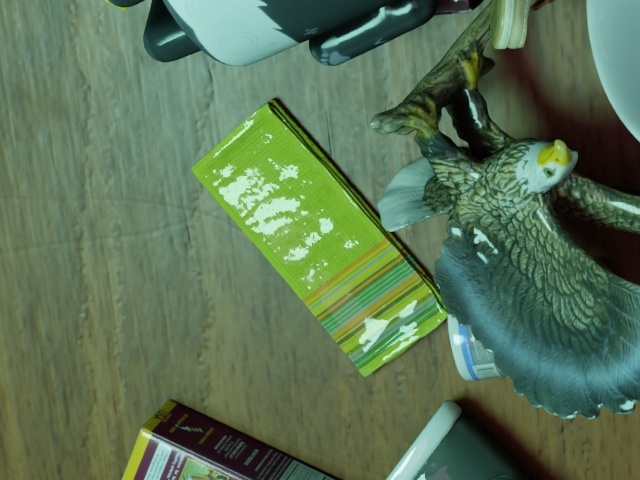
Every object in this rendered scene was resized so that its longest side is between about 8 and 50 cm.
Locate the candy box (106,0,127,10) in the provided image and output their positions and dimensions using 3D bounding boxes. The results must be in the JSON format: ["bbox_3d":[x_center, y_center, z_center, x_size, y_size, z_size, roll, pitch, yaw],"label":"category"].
[{"bbox_3d":[-0.118,-0.291,1.561,0.206,0.027,0.105,-46,48,21],"label":"candy box"}]

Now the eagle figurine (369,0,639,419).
[{"bbox_3d":[0.179,-0.022,1.487,0.298,0.225,0.226,43,107,3],"label":"eagle figurine"}]

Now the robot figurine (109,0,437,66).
[{"bbox_3d":[-0.023,-0.234,1.435,0.278,0.209,0.173,-22,75,23],"label":"robot figurine"}]

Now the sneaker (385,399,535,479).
[{"bbox_3d":[0.086,0.293,1.664,0.147,0.104,0.295,35,106,8],"label":"sneaker"}]

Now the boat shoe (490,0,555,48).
[{"bbox_3d":[0.168,-0.213,1.481,0.059,0.170,0.063,14,149,0],"label":"boat shoe"}]

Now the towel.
[{"bbox_3d":[0.000,0.000,1.648,0.102,0.021,0.237,-40,93,20],"label":"towel"}]

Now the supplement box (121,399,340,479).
[{"bbox_3d":[-0.078,0.232,1.702,0.188,0.081,0.104,25,110,7],"label":"supplement box"}]

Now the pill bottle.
[{"bbox_3d":[0.179,0.069,1.592,0.137,0.078,0.078,-9,103,16],"label":"pill bottle"}]

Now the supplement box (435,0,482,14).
[{"bbox_3d":[0.051,-0.295,1.523,0.130,0.073,0.239,-2,104,17],"label":"supplement box"}]

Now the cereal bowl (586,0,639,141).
[{"bbox_3d":[0.353,-0.197,1.385,0.339,0.141,0.339,-13,73,52],"label":"cereal bowl"}]
